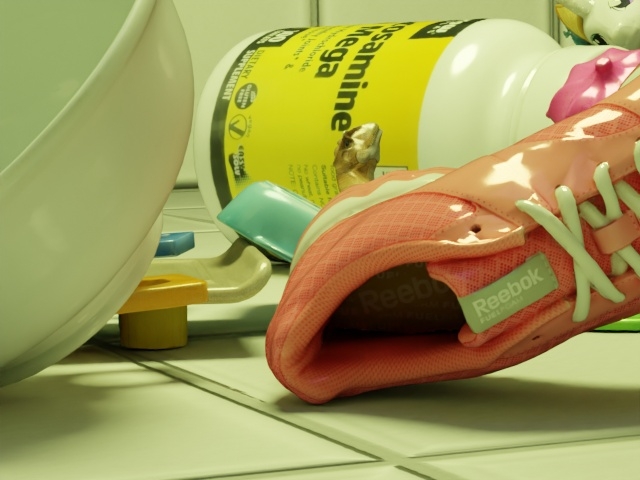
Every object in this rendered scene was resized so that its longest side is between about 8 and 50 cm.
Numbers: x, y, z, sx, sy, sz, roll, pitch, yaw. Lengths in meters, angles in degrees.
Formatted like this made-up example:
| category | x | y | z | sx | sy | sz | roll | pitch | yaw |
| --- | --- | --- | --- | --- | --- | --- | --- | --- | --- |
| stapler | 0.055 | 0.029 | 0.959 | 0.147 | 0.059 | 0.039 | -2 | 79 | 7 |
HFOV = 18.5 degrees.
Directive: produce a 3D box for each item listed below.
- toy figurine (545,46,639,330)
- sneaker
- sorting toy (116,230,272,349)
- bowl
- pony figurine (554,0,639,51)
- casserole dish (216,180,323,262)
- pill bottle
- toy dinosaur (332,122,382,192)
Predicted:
| category | x | y | z | sx | sy | sz | roll | pitch | yaw |
| --- | --- | --- | --- | --- | --- | --- | --- | --- | --- |
| toy figurine | 0.187 | -0.035 | 1.166 | 0.130 | 0.159 | 0.173 | 1 | 4 | 24 |
| sneaker | 0.113 | 0.004 | 0.848 | 0.314 | 0.116 | 0.136 | -24 | 11 | 25 |
| sorting toy | -0.130 | 0.035 | 1.099 | 0.196 | 0.047 | 0.347 | -6 | 5 | -6 |
| bowl | -0.168 | -0.025 | 0.916 | 0.298 | 0.134 | 0.298 | -23 | 37 | 18 |
| pony figurine | 0.365 | -0.117 | 1.551 | 0.351 | 0.303 | 0.363 | 11 | 23 | -23 |
| casserole dish | 0.000 | 0.000 | 1.195 | 0.114 | 0.037 | 0.188 | 29 | 1 | 6 |
| pill bottle | 0.080 | -0.071 | 1.468 | 0.334 | 0.188 | 0.188 | 2 | 6 | 41 |
| toy dinosaur | 0.047 | 0.020 | 1.082 | 0.112 | 0.064 | 0.211 | 11 | 35 | -18 |
